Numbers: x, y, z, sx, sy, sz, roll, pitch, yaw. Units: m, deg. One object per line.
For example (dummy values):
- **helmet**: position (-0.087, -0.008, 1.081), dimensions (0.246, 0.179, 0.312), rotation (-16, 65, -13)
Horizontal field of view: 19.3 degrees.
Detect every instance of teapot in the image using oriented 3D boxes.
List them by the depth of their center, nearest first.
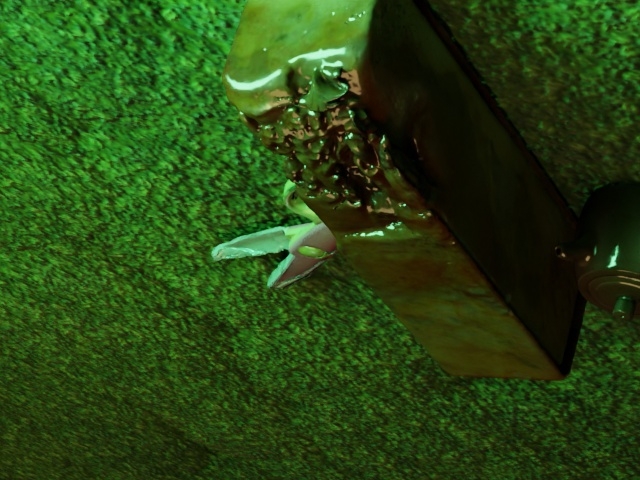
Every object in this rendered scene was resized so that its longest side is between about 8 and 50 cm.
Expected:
- **teapot**: position (0.189, 0.018, 1.102), dimensions (0.121, 0.068, 0.076), rotation (28, 153, -20)

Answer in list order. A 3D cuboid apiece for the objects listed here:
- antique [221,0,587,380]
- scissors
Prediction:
- **antique**: position (0.057, -0.032, 1.061), dimensions (0.087, 0.093, 0.310), rotation (1, 150, 32)
- **scissors**: position (0.000, 0.000, 1.249), dimensions (0.133, 0.020, 0.187), rotation (26, 153, -28)
